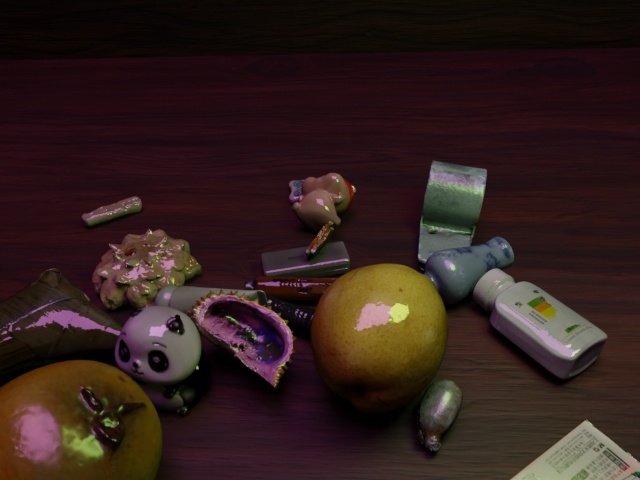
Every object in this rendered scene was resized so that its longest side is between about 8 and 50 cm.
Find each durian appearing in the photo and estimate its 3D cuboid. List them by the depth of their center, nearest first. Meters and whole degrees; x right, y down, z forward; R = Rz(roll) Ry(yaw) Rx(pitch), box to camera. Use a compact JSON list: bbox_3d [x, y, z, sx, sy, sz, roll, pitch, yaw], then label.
[{"bbox_3d":[-0.180,0.223,1.237,0.260,0.186,0.154,43,49,5],"label":"durian"}]

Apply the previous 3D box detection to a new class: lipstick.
[{"bbox_3d":[0.009,0.130,1.427,0.418,0.077,0.077,0,38,4],"label":"lipstick"}]

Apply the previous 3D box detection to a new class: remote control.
[{"bbox_3d":[-0.072,-0.168,1.847,0.074,0.032,0.122,-4,39,-3],"label":"remote control"}]

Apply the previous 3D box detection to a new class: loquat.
[{"bbox_3d":[-0.464,0.389,0.956,0.359,0.328,0.328,-40,29,26],"label":"loquat"}]

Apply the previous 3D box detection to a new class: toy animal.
[{"bbox_3d":[-0.340,0.250,1.173,0.187,0.235,0.165,10,46,16],"label":"toy animal"},{"bbox_3d":[0.016,-0.125,1.691,0.171,0.171,0.197,12,44,18],"label":"toy animal"}]

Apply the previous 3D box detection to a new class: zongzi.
[{"bbox_3d":[-0.632,0.255,1.253,0.360,0.160,0.323,27,52,23],"label":"zongzi"}]

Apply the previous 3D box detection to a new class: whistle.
[{"bbox_3d":[0.382,-0.069,1.617,0.168,0.188,0.404,12,73,10],"label":"whistle"}]

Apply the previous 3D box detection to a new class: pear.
[{"bbox_3d":[0.124,0.203,1.145,0.314,0.314,0.314,-2,38,1],"label":"pear"}]

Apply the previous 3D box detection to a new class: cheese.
[{"bbox_3d":[-0.685,-0.096,1.783,0.194,0.043,0.065,-22,43,-23],"label":"cheese"}]

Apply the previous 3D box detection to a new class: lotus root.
[{"bbox_3d":[0.243,0.355,1.121,0.088,0.088,0.165,18,52,24],"label":"lotus root"}]

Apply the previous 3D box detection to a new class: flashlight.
[{"bbox_3d":[-0.054,0.192,1.345,0.232,0.093,0.093,15,41,27],"label":"flashlight"}]

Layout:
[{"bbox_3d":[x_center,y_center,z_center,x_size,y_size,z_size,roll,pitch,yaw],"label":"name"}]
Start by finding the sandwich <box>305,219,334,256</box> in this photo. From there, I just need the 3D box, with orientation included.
[{"bbox_3d":[0.001,0.000,1.511,0.029,0.067,0.135,33,58,7],"label":"sandwich"}]

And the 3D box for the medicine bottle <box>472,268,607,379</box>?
[{"bbox_3d":[0.509,0.188,1.294,0.161,0.111,0.296,-18,39,-27],"label":"medicine bottle"}]

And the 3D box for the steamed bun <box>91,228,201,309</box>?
[{"bbox_3d":[-0.486,0.057,1.505,0.295,0.137,0.292,-3,35,2],"label":"steamed bun"}]

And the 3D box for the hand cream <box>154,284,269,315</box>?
[{"bbox_3d":[-0.266,0.167,1.359,0.306,0.147,0.093,2,37,16],"label":"hand cream"}]

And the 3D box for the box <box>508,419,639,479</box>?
[{"bbox_3d":[0.463,0.473,0.943,0.274,0.091,0.221,-22,43,-23],"label":"box"}]

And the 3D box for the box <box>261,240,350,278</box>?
[{"bbox_3d":[-0.043,0.063,1.530,0.244,0.055,0.103,-8,38,-8],"label":"box"}]

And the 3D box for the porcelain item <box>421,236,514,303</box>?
[{"bbox_3d":[0.374,0.075,1.410,0.259,0.141,0.141,-23,42,-13],"label":"porcelain item"}]
